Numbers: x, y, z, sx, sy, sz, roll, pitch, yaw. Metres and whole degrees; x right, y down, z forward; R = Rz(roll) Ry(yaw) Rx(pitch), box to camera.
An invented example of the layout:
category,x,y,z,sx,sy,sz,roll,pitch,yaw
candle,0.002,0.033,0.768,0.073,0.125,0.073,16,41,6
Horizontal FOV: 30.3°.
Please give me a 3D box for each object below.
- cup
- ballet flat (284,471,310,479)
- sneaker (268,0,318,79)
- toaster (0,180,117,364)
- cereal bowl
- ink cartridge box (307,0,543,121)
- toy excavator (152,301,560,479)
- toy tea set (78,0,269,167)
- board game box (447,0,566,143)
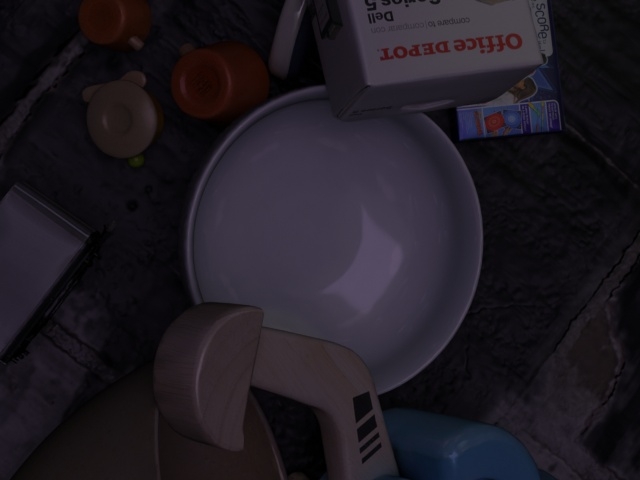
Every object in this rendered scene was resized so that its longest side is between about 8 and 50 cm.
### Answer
category,x,y,z,sx,sy,sz,roll,pitch,yaw
cup,-0.189,0.295,1.209,0.237,0.331,0.331,-18,92,16
ballet flat,-0.027,0.350,1.344,0.057,0.049,0.173,3,88,-11
sneaker,0.075,-0.309,1.327,0.148,0.131,0.350,32,82,-1
toaster,-0.308,0.029,1.238,0.110,0.168,0.185,37,84,-7
cereal bowl,0.000,0.000,1.296,0.339,0.141,0.339,-2,96,-19
ink cartridge box,0.090,-0.275,1.201,0.198,0.115,0.273,-10,82,-19
toy excavator,0.063,0.239,1.189,0.433,0.222,0.445,-16,99,-35
toy tea set,-0.172,-0.257,1.318,0.200,0.124,0.336,-8,94,19
board game box,0.213,-0.222,1.406,0.136,0.035,0.201,-6,90,-10
